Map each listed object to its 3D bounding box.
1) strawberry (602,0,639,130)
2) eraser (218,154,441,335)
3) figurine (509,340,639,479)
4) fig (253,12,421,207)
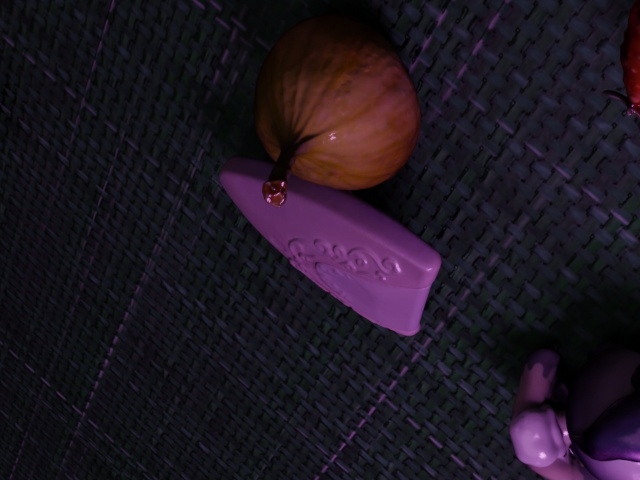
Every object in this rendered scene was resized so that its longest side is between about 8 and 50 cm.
[{"bbox_3d":[0.282,-0.153,0.846,0.174,0.098,0.228,14,144,27],"label":"strawberry"},{"bbox_3d":[-0.001,0.001,1.218,0.243,0.059,0.204,32,162,12],"label":"eraser"},{"bbox_3d":[0.264,0.157,1.119,0.222,0.145,0.145,-17,111,48],"label":"figurine"},{"bbox_3d":[0.013,-0.106,1.066,0.143,0.231,0.160,-24,103,6],"label":"fig"}]
